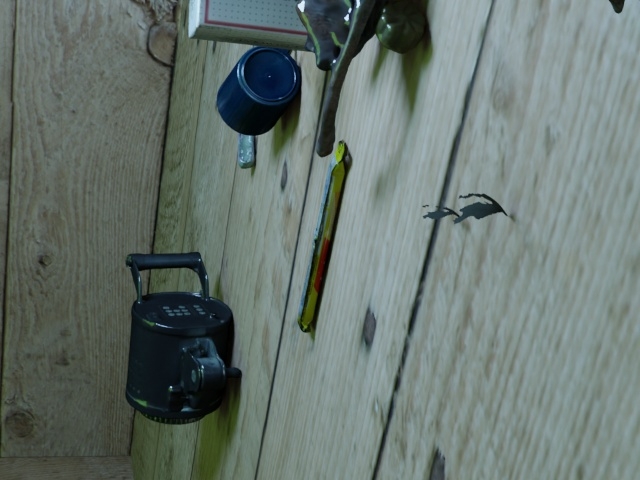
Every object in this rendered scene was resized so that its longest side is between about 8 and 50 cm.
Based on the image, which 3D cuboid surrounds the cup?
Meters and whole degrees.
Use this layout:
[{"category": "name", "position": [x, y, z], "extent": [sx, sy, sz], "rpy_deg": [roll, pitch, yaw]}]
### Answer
[{"category": "cup", "position": [-0.103, -0.267, 1.586], "extent": [0.138, 0.114, 0.150], "rpy_deg": [146, 123, -67]}]

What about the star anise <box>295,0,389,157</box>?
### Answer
[{"category": "star anise", "position": [0.039, -0.322, 1.126], "extent": [0.359, 0.139, 0.315], "rpy_deg": [97, -179, -47]}]

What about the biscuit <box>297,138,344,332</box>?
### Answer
[{"category": "biscuit", "position": [0.000, 0.000, 1.344], "extent": [0.048, 0.026, 0.291], "rpy_deg": [-109, 28, -61]}]

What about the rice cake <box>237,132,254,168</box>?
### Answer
[{"category": "rice cake", "position": [-0.147, -0.235, 1.868], "extent": [0.033, 0.033, 0.207], "rpy_deg": [106, 162, -65]}]

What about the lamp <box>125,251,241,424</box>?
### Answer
[{"category": "lamp", "position": [-0.301, 0.237, 1.983], "extent": [0.374, 0.205, 0.272], "rpy_deg": [58, 139, 45]}]

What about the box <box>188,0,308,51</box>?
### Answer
[{"category": "box", "position": [-0.066, -0.437, 1.326], "extent": [0.095, 0.210, 0.330], "rpy_deg": [-173, 87, -74]}]

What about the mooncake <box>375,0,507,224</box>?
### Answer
[{"category": "mooncake", "position": [0.104, -0.125, 0.940], "extent": [0.057, 0.150, 0.346], "rpy_deg": [98, 150, -44]}]

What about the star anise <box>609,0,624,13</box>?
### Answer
[{"category": "star anise", "position": [0.218, -0.249, 0.574], "extent": [0.262, 0.081, 0.230], "rpy_deg": [171, 112, -75]}]
